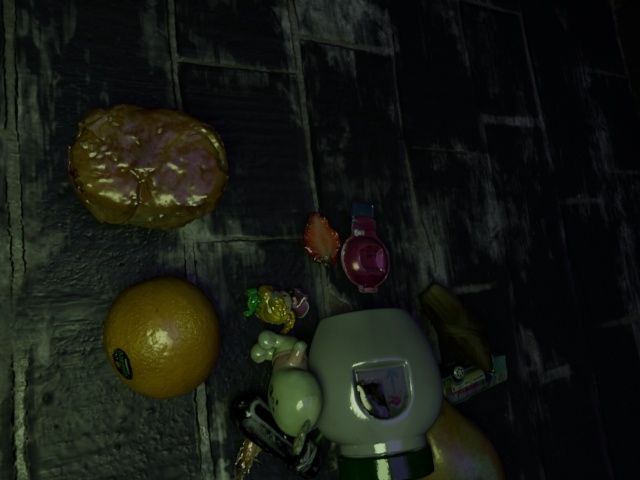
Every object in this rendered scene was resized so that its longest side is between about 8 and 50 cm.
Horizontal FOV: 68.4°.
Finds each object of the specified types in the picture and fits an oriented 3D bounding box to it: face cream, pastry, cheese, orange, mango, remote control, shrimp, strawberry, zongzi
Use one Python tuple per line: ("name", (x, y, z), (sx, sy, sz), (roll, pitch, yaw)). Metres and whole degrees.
("face cream", (0.124, 0.346, 1.080), (0.312, 0.219, 0.358), (-5, 73, -7))
("pastry", (-0.351, -0.148, 0.985), (0.310, 0.162, 0.255), (9, 85, -15))
("cheese", (0.118, 0.018, 1.253), (0.155, 0.062, 0.245), (2, 77, -28))
("orange", (-0.302, 0.182, 0.909), (0.236, 0.236, 0.237), (6, 76, -26))
("mango", (0.324, 0.543, 1.177), (0.221, 0.199, 0.384), (-26, 83, -11))
("remote control", (-0.083, 0.426, 1.024), (0.266, 0.066, 0.090), (44, 52, -16))
("shrimp", (-0.117, 0.457, 1.052), (0.124, 0.034, 0.178), (32, 57, -21))
("strawberry", (-0.001, 0.001, 1.205), (0.103, 0.048, 0.152), (-3, 67, -21))
("zongzi", (0.357, 0.231, 1.249), (0.221, 0.242, 0.112), (44, 105, -3))

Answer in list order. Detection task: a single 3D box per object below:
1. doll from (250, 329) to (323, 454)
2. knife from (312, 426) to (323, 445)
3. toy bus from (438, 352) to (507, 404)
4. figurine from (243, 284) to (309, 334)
("doll", (-0.058, 0.304, 0.999), (0.113, 0.155, 0.275), (3, 37, -31))
("knife", (0.037, 0.447, 1.145), (0.211, 0.015, 0.055), (-15, 87, -29))
("toy bus", (0.408, 0.377, 1.317), (0.261, 0.091, 0.109), (-11, 91, -27))
("figurine", (-0.110, 0.164, 1.090), (0.156, 0.094, 0.115), (9, 96, -44))
